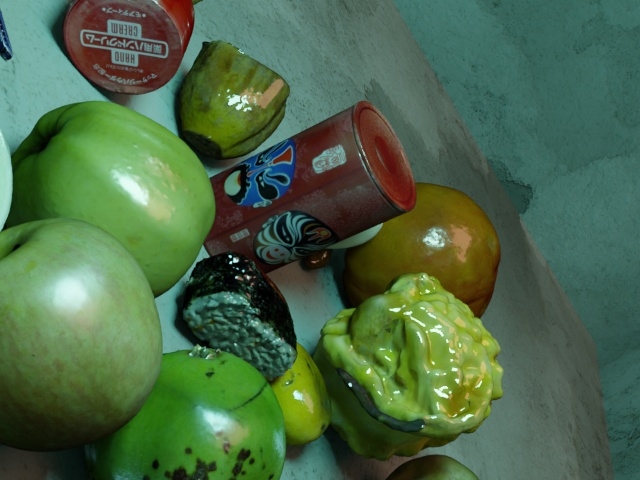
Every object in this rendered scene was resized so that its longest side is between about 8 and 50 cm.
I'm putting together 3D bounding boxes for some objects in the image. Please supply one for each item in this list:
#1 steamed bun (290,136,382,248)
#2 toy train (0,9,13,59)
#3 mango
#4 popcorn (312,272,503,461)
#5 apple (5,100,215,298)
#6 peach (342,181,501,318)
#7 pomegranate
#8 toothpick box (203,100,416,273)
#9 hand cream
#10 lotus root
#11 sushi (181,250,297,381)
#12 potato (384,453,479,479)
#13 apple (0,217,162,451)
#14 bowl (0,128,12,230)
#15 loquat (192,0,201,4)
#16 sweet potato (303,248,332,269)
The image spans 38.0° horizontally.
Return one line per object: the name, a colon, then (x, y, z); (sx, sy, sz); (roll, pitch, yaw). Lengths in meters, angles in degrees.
steamed bun: (0.001, -0.080, 1.833); (0.242, 0.164, 0.146); (19, 44, -16)
toy train: (-0.452, -0.293, 1.308); (0.017, 0.017, 0.083); (2, 67, -61)
mango: (-0.043, 0.248, 1.555); (0.137, 0.098, 0.195); (39, 32, -52)
popcorn: (0.145, 0.242, 1.625); (0.349, 0.349, 0.381); (63, 13, -8)
apple: (-0.271, -0.044, 1.208); (0.279, 0.279, 0.279); (45, 32, -38)
peach: (0.224, 0.049, 1.963); (0.343, 0.302, 0.343); (-48, 150, -40)
pomegranate: (-0.168, 0.262, 1.137); (0.254, 0.254, 0.270); (29, 72, -54)
toothpick box: (-0.028, -0.079, 1.594); (0.204, 0.333, 0.204); (47, 30, -38)
hand cream: (-0.297, -0.337, 1.456); (0.193, 0.193, 0.125); (51, 30, -30)
lotus root: (-0.176, -0.228, 1.681); (0.188, 0.199, 0.180); (28, 65, 1)
sushi: (-0.122, 0.126, 1.465); (0.225, 0.136, 0.126); (52, 30, -44)
potato: (0.173, 0.518, 1.649); (0.351, 0.202, 0.218); (-23, 101, -53)
apple: (-0.296, 0.106, 0.990); (0.257, 0.257, 0.234); (-63, 139, -60)
bowl: (-0.464, -0.079, 0.937); (0.277, 0.145, 0.277); (48, 28, -36)
loquat: (-0.269, -0.512, 1.656); (0.213, 0.213, 0.213); (45, 32, -38)
sweet potato: (0.001, 0.001, 1.924); (0.182, 0.054, 0.053); (-85, 152, -50)
